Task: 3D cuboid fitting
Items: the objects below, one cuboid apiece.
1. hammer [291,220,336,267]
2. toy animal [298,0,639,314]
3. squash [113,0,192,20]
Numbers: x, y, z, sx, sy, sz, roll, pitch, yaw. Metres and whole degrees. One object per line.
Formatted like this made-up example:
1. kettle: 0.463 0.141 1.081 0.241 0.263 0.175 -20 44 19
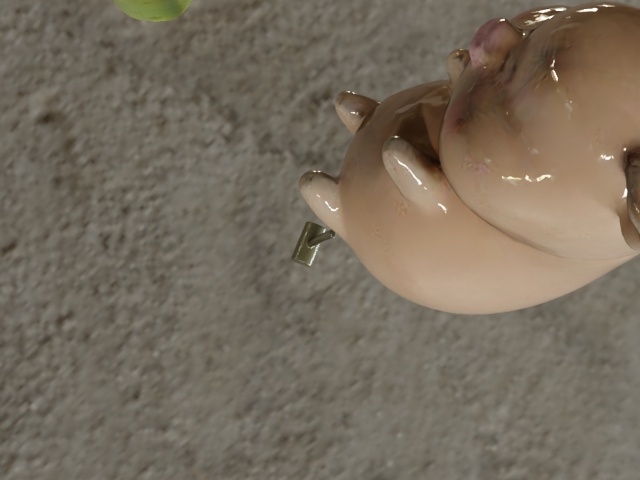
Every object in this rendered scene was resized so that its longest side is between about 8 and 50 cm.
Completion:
1. hammer: 0.000 0.000 1.249 0.019 0.110 0.036 24 81 -10
2. toy animal: 0.113 -0.041 0.838 0.154 0.250 0.166 33 60 -24
3. squash: -0.113 -0.156 0.717 0.083 0.083 0.250 56 11 8
